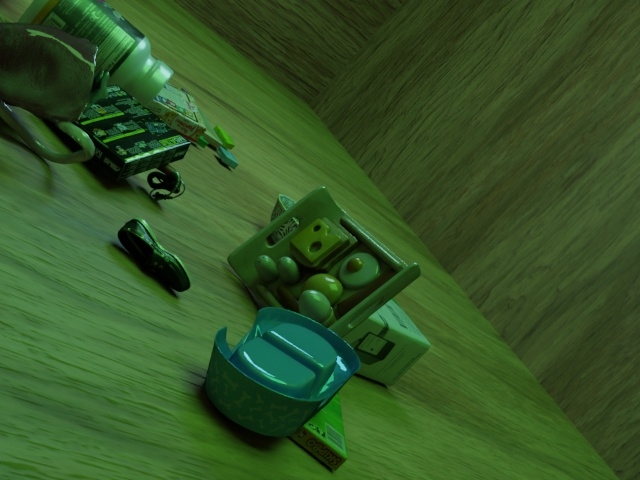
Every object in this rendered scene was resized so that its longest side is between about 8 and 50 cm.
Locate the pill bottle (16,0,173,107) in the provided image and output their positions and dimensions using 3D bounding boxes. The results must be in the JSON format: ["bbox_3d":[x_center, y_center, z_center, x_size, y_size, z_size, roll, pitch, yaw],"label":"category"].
[{"bbox_3d":[-0.430,-0.368,1.879,0.278,0.162,0.162,40,12,-16],"label":"pill bottle"}]

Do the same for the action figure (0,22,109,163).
[{"bbox_3d":[-0.508,-0.270,1.388,0.370,0.248,0.276,15,71,-43],"label":"action figure"}]

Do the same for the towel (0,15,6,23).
[{"bbox_3d":[-0.643,-0.433,1.732,0.144,0.029,0.197,51,11,31],"label":"towel"}]

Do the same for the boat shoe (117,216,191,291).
[{"bbox_3d":[-0.243,0.027,1.424,0.133,0.049,0.042,49,39,-6],"label":"boat shoe"}]

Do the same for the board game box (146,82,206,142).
[{"bbox_3d":[-0.352,-0.308,2.145,0.193,0.045,0.147,27,24,-36],"label":"board game box"}]

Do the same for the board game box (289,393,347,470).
[{"bbox_3d":[-0.022,0.232,1.460,0.124,0.039,0.259,40,15,-14],"label":"board game box"}]

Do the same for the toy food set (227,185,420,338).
[{"bbox_3d":[-0.003,0.041,1.614,0.306,0.220,0.092,43,-11,48],"label":"toy food set"}]

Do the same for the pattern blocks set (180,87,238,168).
[{"bbox_3d":[-0.316,-0.299,2.358,0.285,0.026,0.325,35,15,-36],"label":"pattern blocks set"}]

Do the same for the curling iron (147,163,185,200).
[{"bbox_3d":[-0.348,-0.163,1.714,0.274,0.068,0.035,40,12,9],"label":"curling iron"}]

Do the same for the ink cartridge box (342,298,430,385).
[{"bbox_3d":[0.044,0.132,1.815,0.289,0.121,0.211,29,18,-50],"label":"ink cartridge box"}]

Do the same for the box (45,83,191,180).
[{"bbox_3d":[-0.343,-0.187,1.652,0.184,0.045,0.190,40,29,11],"label":"box"}]

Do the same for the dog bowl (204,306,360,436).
[{"bbox_3d":[-0.054,0.178,1.331,0.166,0.074,0.297,31,16,13],"label":"dog bowl"}]

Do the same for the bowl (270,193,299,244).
[{"bbox_3d":[-0.054,-0.014,2.109,0.170,0.080,0.170,42,12,-11],"label":"bowl"}]
